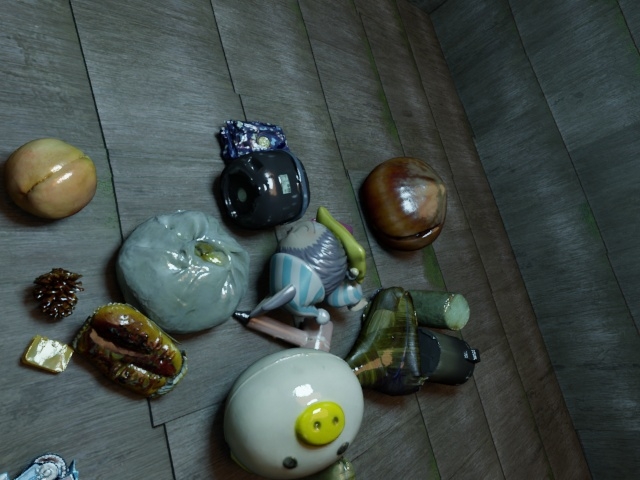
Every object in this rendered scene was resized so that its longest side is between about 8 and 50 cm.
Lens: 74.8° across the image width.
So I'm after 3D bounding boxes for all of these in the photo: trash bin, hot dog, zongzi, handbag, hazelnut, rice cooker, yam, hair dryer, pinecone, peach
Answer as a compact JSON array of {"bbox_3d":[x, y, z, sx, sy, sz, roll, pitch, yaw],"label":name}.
[{"bbox_3d":[0.463,0.466,1.679,0.301,0.252,0.203,24,55,-42],"label":"trash bin"},{"bbox_3d":[-0.434,0.260,0.966,0.162,0.082,0.270,-41,116,-2],"label":"hot dog"},{"bbox_3d":[0.177,0.332,1.483,0.432,0.208,0.403,19,62,-35],"label":"zongzi"},{"bbox_3d":[-0.221,-0.332,1.446,0.260,0.113,0.162,-7,72,-38],"label":"handbag"},{"bbox_3d":[0.357,-0.157,1.791,0.359,0.359,0.409,-12,72,-46],"label":"hazelnut"},{"bbox_3d":[-0.585,0.245,0.902,0.083,0.027,0.061,35,47,-35],"label":"handbag"},{"bbox_3d":[-0.175,-0.158,1.313,0.224,0.267,0.267,-17,85,-51],"label":"rice cooker"},{"bbox_3d":[0.059,0.665,1.206,0.256,0.228,0.115,13,57,-43],"label":"zongzi"},{"bbox_3d":[0.471,0.289,1.759,0.161,0.268,0.161,2,86,-38],"label":"yam"},{"bbox_3d":[-0.120,0.299,1.300,0.344,0.107,0.189,27,57,-23],"label":"hair dryer"},{"bbox_3d":[-0.577,0.116,0.924,0.102,0.102,0.109,-2,102,-45],"label":"pinecone"},{"bbox_3d":[-0.606,-0.136,0.944,0.184,0.184,0.184,20,60,-38],"label":"peach"}]

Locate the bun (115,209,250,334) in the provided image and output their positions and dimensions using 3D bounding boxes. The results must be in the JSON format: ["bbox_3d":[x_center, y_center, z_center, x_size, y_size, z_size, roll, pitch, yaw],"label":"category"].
[{"bbox_3d":[-0.341,0.078,1.091,0.354,0.194,0.354,21,57,-36],"label":"bun"}]

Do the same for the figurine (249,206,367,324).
[{"bbox_3d":[-0.061,0.136,1.312,0.377,0.266,0.361,-29,129,-17],"label":"figurine"}]

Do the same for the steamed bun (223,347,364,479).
[{"bbox_3d":[-0.066,0.448,1.104,0.374,0.334,0.334,0,72,-27],"label":"steamed bun"}]

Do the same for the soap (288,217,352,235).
[{"bbox_3d":[0.000,0.000,1.533,0.250,0.099,0.162,18,68,-38],"label":"soap"}]

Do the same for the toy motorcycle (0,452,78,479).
[{"bbox_3d":[-0.566,0.511,0.740,0.272,0.123,0.182,-15,73,-46],"label":"toy motorcycle"}]
